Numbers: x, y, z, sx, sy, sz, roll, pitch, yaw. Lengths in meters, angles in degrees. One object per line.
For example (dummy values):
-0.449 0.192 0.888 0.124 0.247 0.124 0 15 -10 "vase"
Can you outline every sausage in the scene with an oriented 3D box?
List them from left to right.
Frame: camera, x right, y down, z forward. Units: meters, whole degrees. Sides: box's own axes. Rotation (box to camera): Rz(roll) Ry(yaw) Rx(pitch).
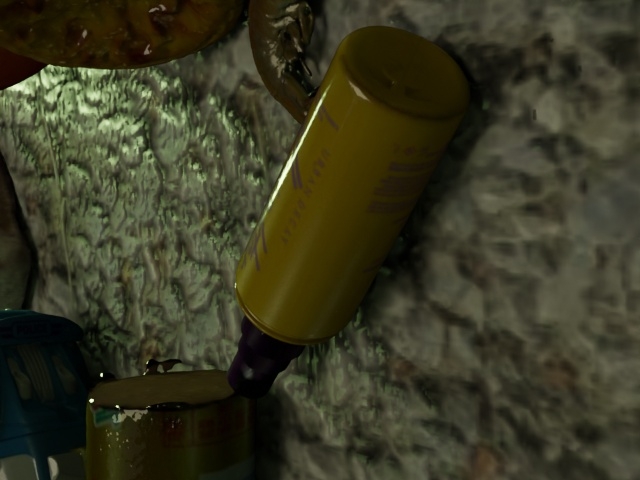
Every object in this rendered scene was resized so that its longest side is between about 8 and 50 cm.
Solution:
-0.110 0.244 1.065 0.125 0.117 0.317 16 107 52 "sausage"

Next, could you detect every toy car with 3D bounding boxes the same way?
-0.247 0.208 1.257 0.166 0.198 0.314 -15 80 27 "toy car"

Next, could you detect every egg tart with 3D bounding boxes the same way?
-0.152 -0.219 1.025 0.202 0.203 0.147 -34 55 56 "egg tart"

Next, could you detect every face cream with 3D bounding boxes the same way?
0.000 0.000 0.893 0.078 0.078 0.273 63 143 34 "face cream"

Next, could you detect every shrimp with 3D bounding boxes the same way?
-0.003 -0.142 0.928 0.124 0.034 0.178 66 145 26 "shrimp"

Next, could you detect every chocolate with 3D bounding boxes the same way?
-0.381 -0.021 1.530 0.303 0.100 0.185 59 137 33 "chocolate"

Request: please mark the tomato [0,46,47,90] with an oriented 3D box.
-0.302 -0.234 1.282 0.260 0.180 0.259 18 111 60 "tomato"
